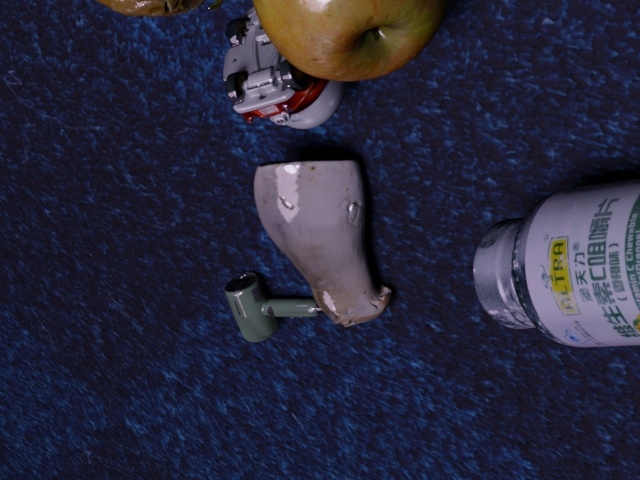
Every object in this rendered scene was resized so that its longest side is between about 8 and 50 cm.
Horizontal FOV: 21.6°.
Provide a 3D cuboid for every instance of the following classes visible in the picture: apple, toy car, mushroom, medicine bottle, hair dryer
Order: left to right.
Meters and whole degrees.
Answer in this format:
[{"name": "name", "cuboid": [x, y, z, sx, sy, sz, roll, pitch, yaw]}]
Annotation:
[{"name": "hair dryer", "cuboid": [-0.039, 0.077, 1.900, 0.150, 0.047, 0.071, 0, 124, 40]}, {"name": "toy car", "cuboid": [-0.025, -0.154, 1.579, 0.112, 0.139, 0.112, -12, 137, 28]}, {"name": "mushroom", "cuboid": [0.000, 0.000, 1.732, 0.116, 0.093, 0.225, 1, 123, 21]}, {"name": "apple", "cuboid": [0.023, -0.228, 1.413, 0.155, 0.182, 0.182, 66, 154, 26]}, {"name": "medicine bottle", "cuboid": [0.264, 0.019, 1.422, 0.293, 0.141, 0.141, -7, 119, 51]}]

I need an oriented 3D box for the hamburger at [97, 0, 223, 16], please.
[{"name": "hamburger", "cuboid": [-0.169, -0.302, 1.578, 0.183, 0.130, 0.206, 28, 140, 21]}]
